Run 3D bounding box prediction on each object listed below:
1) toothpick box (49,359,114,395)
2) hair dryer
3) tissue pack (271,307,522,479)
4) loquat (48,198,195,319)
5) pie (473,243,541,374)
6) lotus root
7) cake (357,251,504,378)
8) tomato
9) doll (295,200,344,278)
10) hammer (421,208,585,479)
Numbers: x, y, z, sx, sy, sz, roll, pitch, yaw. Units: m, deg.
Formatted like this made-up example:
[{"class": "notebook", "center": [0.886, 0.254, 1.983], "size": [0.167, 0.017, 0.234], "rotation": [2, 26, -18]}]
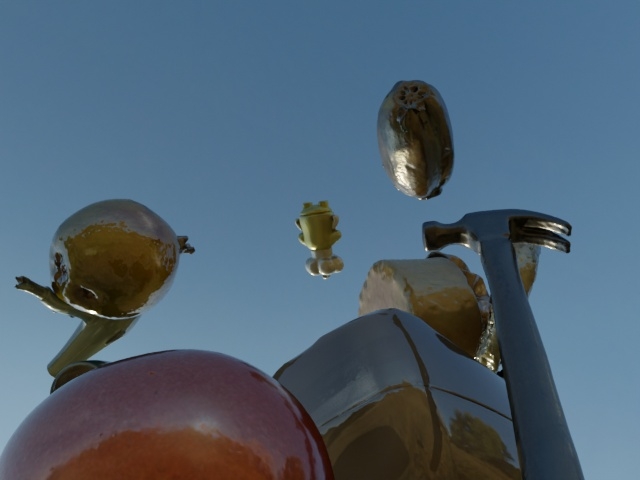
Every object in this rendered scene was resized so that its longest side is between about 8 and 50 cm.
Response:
[{"class": "toothpick box", "center": [-0.373, 0.257, 1.150], "size": [0.120, 0.184, 0.120], "rotation": [0, -106, 0]}, {"class": "hair dryer", "center": [-0.464, 0.160, 1.233], "size": [0.267, 0.092, 0.229], "rotation": [11, -59, -49]}, {"class": "tissue pack", "center": [0.126, 0.282, 0.826], "size": [0.267, 0.277, 0.387], "rotation": [-39, -50, 18]}, {"class": "loquat", "center": [-0.331, 0.027, 1.182], "size": [0.246, 0.213, 0.213], "rotation": [-12, -64, -36]}, {"class": "pie", "center": [0.300, 0.112, 1.125], "size": [0.055, 0.274, 0.274], "rotation": [18, -71, 13]}, {"class": "lotus root", "center": [0.165, -0.170, 1.191], "size": [0.124, 0.123, 0.241], "rotation": [-26, -38, -7]}, {"class": "cake", "center": [0.264, 0.188, 1.392], "size": [0.321, 0.332, 0.332], "rotation": [-2, -68, -19]}, {"class": "tomato", "center": [-0.113, 0.200, 0.503], "size": [0.255, 0.224, 0.256], "rotation": [-23, -22, -10]}, {"class": "doll", "center": [0.000, 0.000, 1.419], "size": [0.106, 0.062, 0.163], "rotation": [-3, -81, 35]}, {"class": "hammer", "center": [0.189, 0.098, 0.667], "size": [0.168, 0.440, 0.044], "rotation": [-7, -57, 11]}]
